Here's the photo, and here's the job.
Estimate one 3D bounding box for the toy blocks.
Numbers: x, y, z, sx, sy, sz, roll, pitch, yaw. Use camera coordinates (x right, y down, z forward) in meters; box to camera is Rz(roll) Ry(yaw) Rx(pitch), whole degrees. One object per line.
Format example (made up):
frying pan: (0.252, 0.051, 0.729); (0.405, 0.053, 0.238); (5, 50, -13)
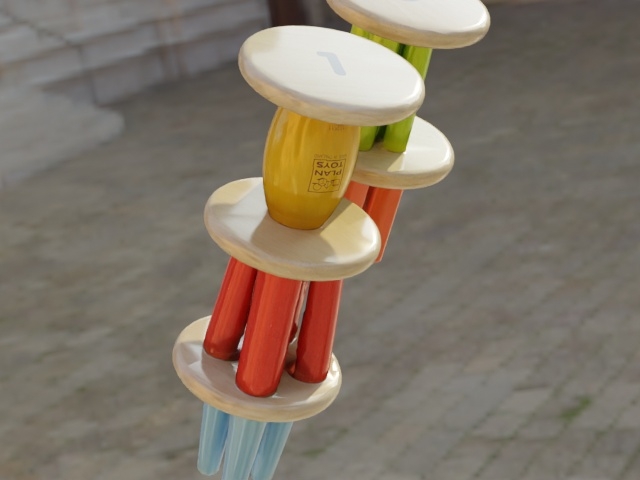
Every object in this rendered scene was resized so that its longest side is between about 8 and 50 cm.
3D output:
toy blocks: (0.000, 0.000, 0.531); (0.054, 0.148, 0.123); (22, 30, 12)
